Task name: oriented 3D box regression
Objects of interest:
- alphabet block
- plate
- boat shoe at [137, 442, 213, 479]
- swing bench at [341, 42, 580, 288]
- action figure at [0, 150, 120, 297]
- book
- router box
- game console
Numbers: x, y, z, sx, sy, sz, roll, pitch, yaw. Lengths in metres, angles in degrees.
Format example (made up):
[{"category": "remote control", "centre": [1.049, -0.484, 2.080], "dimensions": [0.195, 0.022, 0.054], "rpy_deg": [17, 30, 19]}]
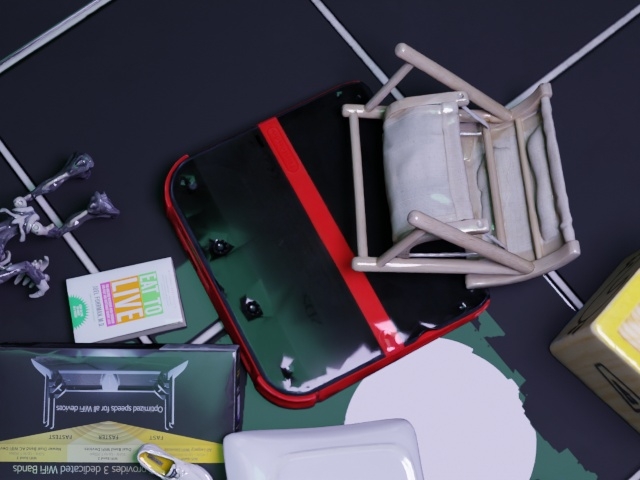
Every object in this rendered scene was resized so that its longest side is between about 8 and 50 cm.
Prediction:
[{"category": "alphabet block", "centre": [0.440, 0.124, 1.122], "dimensions": [0.193, 0.197, 0.192], "rpy_deg": [41, 78, 9]}, {"category": "plate", "centre": [0.034, 0.351, 1.053], "dimensions": [0.278, 0.045, 0.277], "rpy_deg": [2, 65, -31]}, {"category": "boat shoe", "centre": [-0.172, 0.273, 1.047], "dimensions": [0.100, 0.035, 0.035], "rpy_deg": [32, 88, -1]}, {"category": "swing bench", "centre": [0.179, -0.085, 1.160], "dimensions": [0.255, 0.165, 0.253], "rpy_deg": [10, 62, -24]}, {"category": "action figure", "centre": [-0.406, -0.002, 1.163], "dimensions": [0.276, 0.141, 0.164], "rpy_deg": [-33, 81, -26]}, {"category": "book", "centre": [-0.263, 0.084, 1.200], "dimensions": [0.144, 0.035, 0.096], "rpy_deg": [-13, 72, -4]}, {"category": "router box", "centre": [-0.256, 0.251, 1.104], "dimensions": [0.309, 0.081, 0.242], "rpy_deg": [1, 89, -1]}, {"category": "game console", "centre": [0.000, 0.000, 1.222], "dimensions": [0.342, 0.060, 0.386], "rpy_deg": [-26, 78, -14]}]
